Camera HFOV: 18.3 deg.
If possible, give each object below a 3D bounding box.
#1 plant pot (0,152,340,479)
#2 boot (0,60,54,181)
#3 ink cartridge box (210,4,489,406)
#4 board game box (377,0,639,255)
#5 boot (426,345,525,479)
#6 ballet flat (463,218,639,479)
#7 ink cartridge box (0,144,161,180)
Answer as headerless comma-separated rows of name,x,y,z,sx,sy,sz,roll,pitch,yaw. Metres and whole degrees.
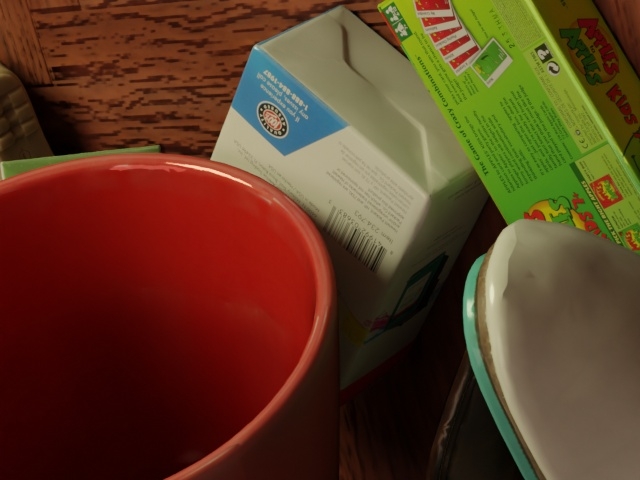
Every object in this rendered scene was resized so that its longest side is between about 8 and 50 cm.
plant pot,-0.107,0.129,1.070,0.275,0.275,0.243,23,140,33
boot,-0.238,-0.028,1.358,0.207,0.090,0.248,18,127,51
ink cartridge box,0.000,0.000,1.127,0.134,0.078,0.231,42,136,18
board game box,0.114,-0.066,1.005,0.092,0.043,0.181,-30,91,49
boot,0.116,0.147,1.126,0.106,0.082,0.219,13,120,13
ballet flat,0.201,0.125,0.918,0.139,0.139,0.400,8,143,41
ink cartridge box,-0.145,0.052,1.246,0.062,0.109,0.209,168,95,-66
